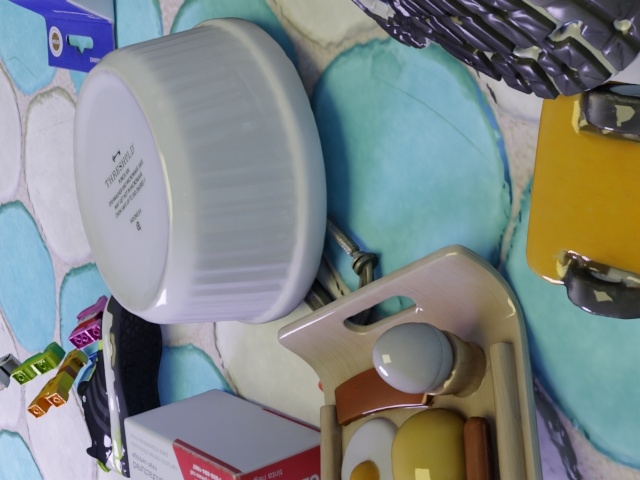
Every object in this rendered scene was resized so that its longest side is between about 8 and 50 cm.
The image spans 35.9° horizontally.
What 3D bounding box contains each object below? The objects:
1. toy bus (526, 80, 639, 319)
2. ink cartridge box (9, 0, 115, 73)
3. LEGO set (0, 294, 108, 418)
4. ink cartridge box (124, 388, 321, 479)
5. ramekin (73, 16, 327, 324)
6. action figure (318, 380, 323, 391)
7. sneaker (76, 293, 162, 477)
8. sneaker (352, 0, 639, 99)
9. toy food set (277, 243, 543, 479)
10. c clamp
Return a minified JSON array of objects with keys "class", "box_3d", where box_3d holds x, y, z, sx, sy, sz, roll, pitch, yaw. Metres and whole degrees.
[{"class":"toy bus","box_3d":[0.251,0.002,0.418,0.332,0.130,0.108,22,117,47]},{"class":"ink cartridge box","box_3d":[-0.294,-0.366,1.067,0.176,0.069,0.371,18,116,48]},{"class":"LEGO set","box_3d":[-0.312,0.145,1.210,0.227,0.093,0.087,-26,115,25]},{"class":"ink cartridge box","box_3d":[-0.080,0.303,0.937,0.197,0.114,0.273,10,108,50]},{"class":"ramekin","box_3d":[-0.118,-0.050,0.854,0.273,0.127,0.273,26,122,52]},{"class":"action figure","box_3d":[0.032,0.160,0.827,0.115,0.030,0.038,54,140,31]},{"class":"sneaker","box_3d":[-0.236,0.161,1.097,0.097,0.084,0.235,9,108,24]},{"class":"sneaker","box_3d":[0.087,-0.177,0.514,0.147,0.130,0.330,-52,24,7]},{"class":"toy food set","box_3d":[0.041,0.178,0.681,0.219,0.092,0.306,-30,51,45]},{"class":"c clamp","box_3d":[0.000,0.000,0.825,0.161,0.022,0.137,53,136,29]}]
